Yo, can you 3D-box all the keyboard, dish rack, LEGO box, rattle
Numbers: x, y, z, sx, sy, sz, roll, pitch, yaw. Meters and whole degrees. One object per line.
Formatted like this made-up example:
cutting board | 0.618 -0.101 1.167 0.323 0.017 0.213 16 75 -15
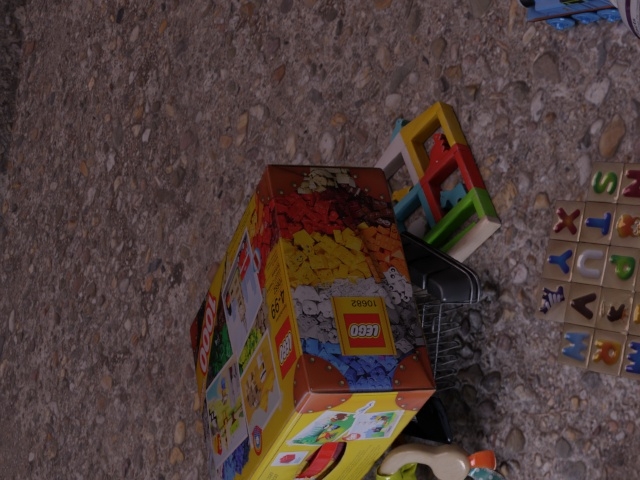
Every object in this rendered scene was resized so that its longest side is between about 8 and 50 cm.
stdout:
keyboard | 0.141 0.239 1.956 0.192 0.038 0.100 -2 110 64
dish rack | 0.140 0.144 2.025 0.208 0.074 0.272 34 126 52
LEGO box | -0.034 0.176 2.041 0.500 0.193 0.373 119 146 -52
rattle | 0.188 0.322 1.964 0.199 0.142 0.130 -31 87 26

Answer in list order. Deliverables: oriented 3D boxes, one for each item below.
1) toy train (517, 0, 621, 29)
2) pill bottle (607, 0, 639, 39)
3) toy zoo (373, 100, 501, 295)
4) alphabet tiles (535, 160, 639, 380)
toy train | 0.355 -0.349 1.879 0.184 0.105 0.080 2 81 53
pill bottle | 0.476 -0.300 1.653 0.301 0.169 0.169 48 117 48
toy zoo | 0.168 -0.083 2.110 0.192 0.030 0.293 -46 47 35
alphabet tiles | 0.420 0.039 1.756 0.342 0.011 0.285 8 86 54
